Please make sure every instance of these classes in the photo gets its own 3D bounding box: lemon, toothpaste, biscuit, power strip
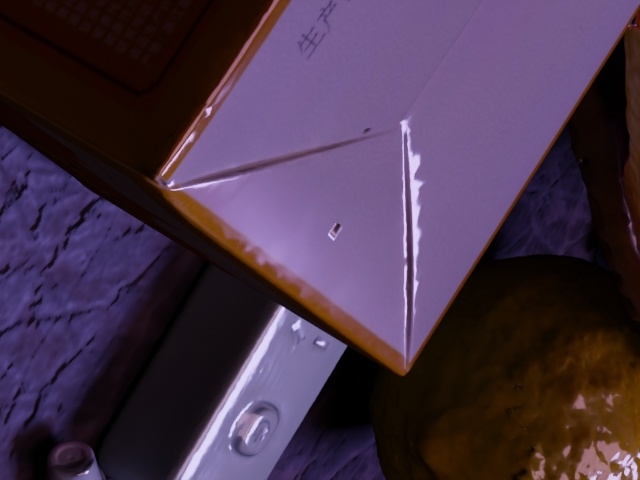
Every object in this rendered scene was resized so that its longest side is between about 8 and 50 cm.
[{"bbox_3d":[0.134,0.105,1.268,0.231,0.192,0.192,-19,131,-46],"label":"lemon"},{"bbox_3d":[-0.128,0.187,1.103,0.052,0.033,0.218,-36,145,-29],"label":"toothpaste"},{"bbox_3d":[0.225,-0.053,1.254,0.318,0.040,0.318,31,54,-53],"label":"biscuit"},{"bbox_3d":[0.000,0.000,1.100,0.385,0.062,0.091,-59,147,-2],"label":"power strip"}]

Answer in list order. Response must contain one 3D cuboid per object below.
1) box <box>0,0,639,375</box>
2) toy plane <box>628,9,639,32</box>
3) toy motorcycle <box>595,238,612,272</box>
[{"bbox_3d":[-0.011,-0.138,0.812,0.283,0.213,0.259,-56,153,-4],"label":"box"},{"bbox_3d":[0.153,-0.179,1.112,0.135,0.188,0.062,22,125,-25],"label":"toy plane"},{"bbox_3d":[0.314,-0.022,1.494,0.206,0.154,0.260,15,109,-36],"label":"toy motorcycle"}]
